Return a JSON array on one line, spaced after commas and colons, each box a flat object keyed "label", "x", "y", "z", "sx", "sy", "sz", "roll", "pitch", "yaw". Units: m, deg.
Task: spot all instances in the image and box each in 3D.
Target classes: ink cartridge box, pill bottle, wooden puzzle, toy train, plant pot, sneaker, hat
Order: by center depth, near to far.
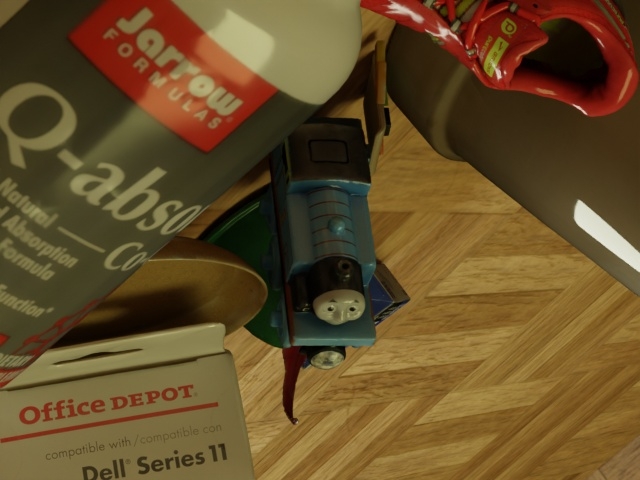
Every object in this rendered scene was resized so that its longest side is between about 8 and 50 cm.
[{"label": "pill bottle", "x": -0.113, "y": -0.104, "z": 0.940, "sx": 0.363, "sy": 0.210, "sz": 0.210, "roll": -41, "pitch": 159, "yaw": 16}, {"label": "sneaker", "x": 0.096, "y": -0.155, "z": 1.197, "sx": 0.279, "sy": 0.118, "sz": 0.107, "roll": 18, "pitch": 126, "yaw": -30}, {"label": "plant pot", "x": -0.156, "y": 0.047, "z": 1.383, "sx": 0.236, "sy": 0.032, "sz": 0.236, "roll": -12, "pitch": 160, "yaw": -5}, {"label": "toy train", "x": 0.000, "y": 0.000, "z": 1.412, "sx": 0.080, "sy": 0.184, "sz": 0.105, "roll": 1, "pitch": 148, "yaw": -12}, {"label": "wooden puzzle", "x": 0.042, "y": -0.093, "z": 1.423, "sx": 0.014, "sy": 0.079, "sz": 0.116, "roll": 1, "pitch": 160, "yaw": -5}, {"label": "plant pot", "x": 0.257, "y": -0.104, "z": 1.429, "sx": 0.323, "sy": 0.280, "sz": 0.323, "roll": -32, "pitch": 160, "yaw": -13}, {"label": "ink cartridge box", "x": -0.161, "y": 0.184, "z": 1.525, "sx": 0.207, "sy": 0.119, "sz": 0.353, "roll": -9, "pitch": 160, "yaw": -6}, {"label": "hat", "x": -0.002, "y": 0.067, "z": 1.540, "sx": 0.208, "sy": 0.183, "sz": 0.173, "roll": -24, "pitch": 158, "yaw": -27}, {"label": "ink cartridge box", "x": 0.023, "y": 0.065, "z": 1.705, "sx": 0.097, "sy": 0.046, "sz": 0.207, "roll": -37, "pitch": 176, "yaw": 5}]
